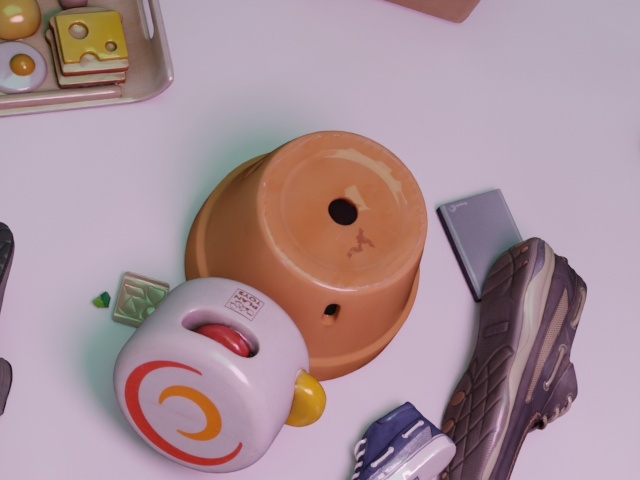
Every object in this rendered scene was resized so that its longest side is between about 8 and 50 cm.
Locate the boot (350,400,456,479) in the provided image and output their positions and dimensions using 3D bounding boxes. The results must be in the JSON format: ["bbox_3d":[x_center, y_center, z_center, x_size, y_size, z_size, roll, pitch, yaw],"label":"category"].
[{"bbox_3d":[0.062,0.275,1.486,0.190,0.069,0.086,-35,54,-17],"label":"boot"}]

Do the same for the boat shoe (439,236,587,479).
[{"bbox_3d":[0.251,0.172,1.538,0.130,0.132,0.355,25,72,-17],"label":"boat shoe"}]

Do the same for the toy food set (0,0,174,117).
[{"bbox_3d":[-0.348,-0.274,1.556,0.306,0.092,0.219,-8,71,-19],"label":"toy food set"}]

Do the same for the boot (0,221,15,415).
[{"bbox_3d":[-0.375,0.113,1.363,0.083,0.161,0.246,11,70,12],"label":"boot"}]

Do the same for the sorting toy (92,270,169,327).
[{"bbox_3d":[-0.225,0.069,1.500,0.083,0.012,0.062,18,70,-13],"label":"sorting toy"}]

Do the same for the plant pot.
[{"bbox_3d":[0.000,0.000,1.491,0.291,0.203,0.291,6,67,-14],"label":"plant pot"}]

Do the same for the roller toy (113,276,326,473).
[{"bbox_3d":[-0.114,0.143,1.394,0.191,0.209,0.146,64,35,-22],"label":"roller toy"}]

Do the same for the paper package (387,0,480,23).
[{"bbox_3d":[0.121,-0.467,1.644,0.309,0.325,0.168,16,66,-11],"label":"paper package"}]

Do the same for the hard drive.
[{"bbox_3d":[0.218,0.005,1.654,0.094,0.022,0.135,-16,74,-22],"label":"hard drive"}]
